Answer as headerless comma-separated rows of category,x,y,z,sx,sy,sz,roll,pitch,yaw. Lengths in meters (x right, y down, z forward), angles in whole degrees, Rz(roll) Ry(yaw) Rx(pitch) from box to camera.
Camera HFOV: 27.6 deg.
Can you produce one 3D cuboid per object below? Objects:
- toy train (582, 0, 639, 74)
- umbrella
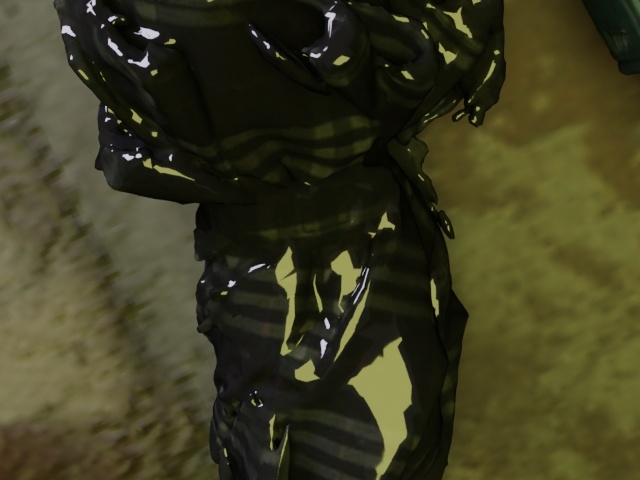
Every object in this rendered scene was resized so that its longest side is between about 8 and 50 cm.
toy train,0.178,-0.011,0.447,0.089,0.086,0.409,-29,99,8
umbrella,-0.007,0.001,0.426,0.128,0.154,0.336,8,103,41
